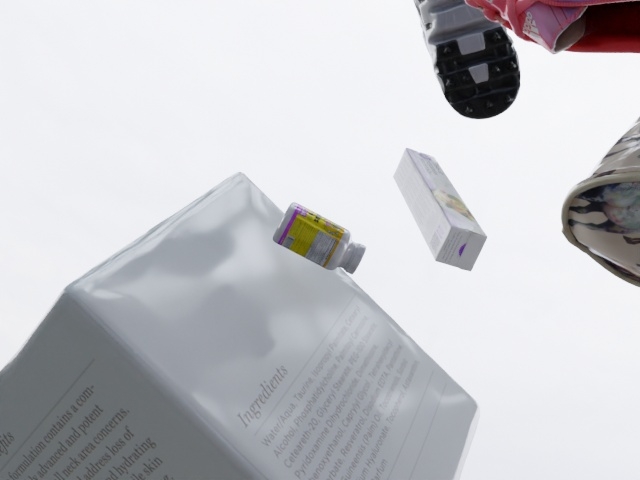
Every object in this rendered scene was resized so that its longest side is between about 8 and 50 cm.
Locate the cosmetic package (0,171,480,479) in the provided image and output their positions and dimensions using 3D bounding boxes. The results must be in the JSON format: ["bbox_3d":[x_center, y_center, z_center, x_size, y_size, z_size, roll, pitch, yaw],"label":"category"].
[{"bbox_3d":[-0.103,0.208,0.824,0.393,0.327,0.329,45,-58,-1],"label":"cosmetic package"}]

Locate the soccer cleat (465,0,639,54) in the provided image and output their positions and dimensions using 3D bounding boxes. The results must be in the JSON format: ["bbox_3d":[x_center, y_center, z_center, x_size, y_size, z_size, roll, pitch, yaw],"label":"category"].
[{"bbox_3d":[0.112,-0.172,0.445,0.318,0.116,0.108,22,-1,23],"label":"soccer cleat"}]

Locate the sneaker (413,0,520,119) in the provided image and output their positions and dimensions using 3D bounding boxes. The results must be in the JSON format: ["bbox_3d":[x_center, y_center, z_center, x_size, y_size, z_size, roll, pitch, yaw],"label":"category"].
[{"bbox_3d":[0.108,-0.215,0.646,0.078,0.234,0.106,-13,7,7],"label":"sneaker"}]

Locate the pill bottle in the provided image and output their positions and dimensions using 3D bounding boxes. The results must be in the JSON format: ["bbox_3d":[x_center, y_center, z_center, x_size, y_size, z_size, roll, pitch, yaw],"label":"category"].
[{"bbox_3d":[0.000,0.000,0.738,0.083,0.043,0.043,28,-28,-3],"label":"pill bottle"}]

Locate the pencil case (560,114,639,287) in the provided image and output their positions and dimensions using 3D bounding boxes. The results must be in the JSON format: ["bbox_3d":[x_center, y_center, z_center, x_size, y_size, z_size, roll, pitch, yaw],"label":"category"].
[{"bbox_3d":[0.444,-0.113,0.850,0.183,0.410,0.160,14,-43,48],"label":"pencil case"}]

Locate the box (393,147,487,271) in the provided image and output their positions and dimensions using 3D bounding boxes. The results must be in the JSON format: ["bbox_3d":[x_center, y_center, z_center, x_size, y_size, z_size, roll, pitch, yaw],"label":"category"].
[{"bbox_3d":[0.188,-0.060,1.280,0.063,0.324,0.067,17,-67,-15],"label":"box"}]
